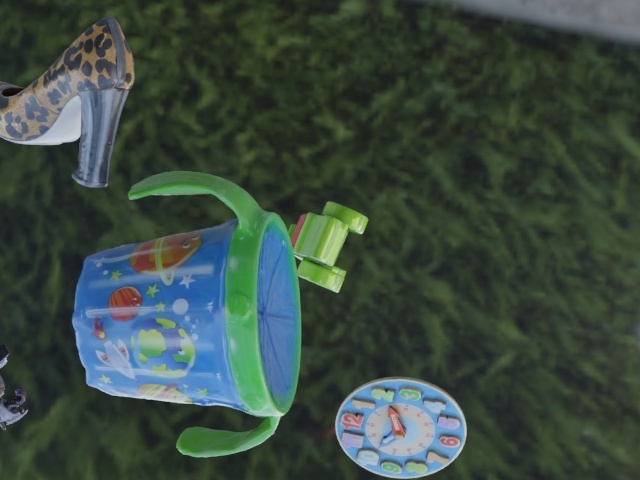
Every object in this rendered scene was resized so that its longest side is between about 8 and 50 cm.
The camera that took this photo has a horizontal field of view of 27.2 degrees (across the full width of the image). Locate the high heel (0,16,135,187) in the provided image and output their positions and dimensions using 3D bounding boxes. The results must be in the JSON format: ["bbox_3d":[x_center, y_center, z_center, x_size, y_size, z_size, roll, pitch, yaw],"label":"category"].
[{"bbox_3d":[-0.303,-0.193,1.498,0.093,0.186,0.261,-10,-149,-45],"label":"high heel"}]

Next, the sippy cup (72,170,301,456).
[{"bbox_3d":[-0.153,0.089,1.510,0.224,0.306,0.240,-4,167,12],"label":"sippy cup"}]

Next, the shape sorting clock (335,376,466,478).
[{"bbox_3d":[0.125,0.297,2.072,0.206,0.206,0.040,9,-146,6],"label":"shape sorting clock"}]

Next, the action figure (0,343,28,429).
[{"bbox_3d":[-0.556,0.216,2.171,0.185,0.099,0.285,46,164,11],"label":"action figure"}]

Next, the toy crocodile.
[{"bbox_3d":[0.000,0.000,1.886,0.105,0.115,0.340,22,-179,1],"label":"toy crocodile"}]
